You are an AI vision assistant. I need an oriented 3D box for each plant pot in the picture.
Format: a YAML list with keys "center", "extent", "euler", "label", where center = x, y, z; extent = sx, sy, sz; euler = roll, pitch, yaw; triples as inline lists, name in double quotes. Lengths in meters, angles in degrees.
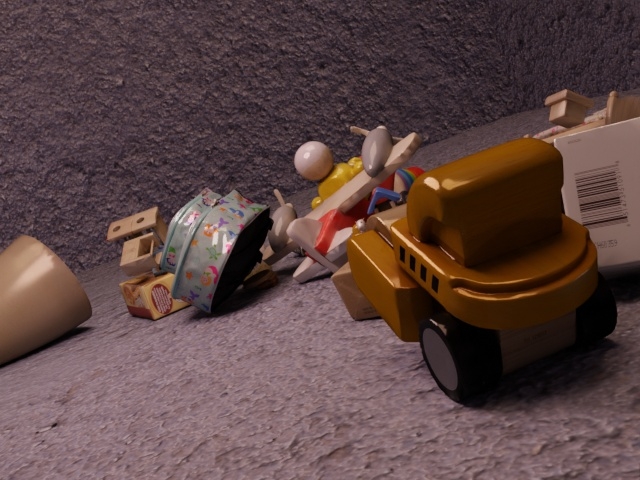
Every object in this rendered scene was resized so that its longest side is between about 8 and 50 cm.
- center: [-0.719, 0.168, 1.807]
  extent: [0.257, 0.256, 0.274]
  euler: [-7, 30, 50]
  label: "plant pot"

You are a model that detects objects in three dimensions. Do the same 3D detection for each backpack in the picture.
- center: [-0.225, 0.021, 1.644]
  extent: [0.191, 0.225, 0.253]
  euler: [22, 30, 0]
  label: "backpack"

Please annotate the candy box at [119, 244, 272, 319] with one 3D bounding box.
- center: [-0.297, 0.086, 1.873]
  extent: [0.317, 0.087, 0.183]
  euler: [-22, 10, -29]
  label: "candy box"

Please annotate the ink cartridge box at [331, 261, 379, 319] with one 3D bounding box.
- center: [0.164, 0.027, 1.216]
  extent: [0.235, 0.088, 0.193]
  euler: [-17, 15, 46]
  label: "ink cartridge box"

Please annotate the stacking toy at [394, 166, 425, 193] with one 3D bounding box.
- center: [0.223, -0.155, 2.224]
  extent: [0.141, 0.141, 0.330]
  euler: [-13, 6, 27]
  label: "stacking toy"

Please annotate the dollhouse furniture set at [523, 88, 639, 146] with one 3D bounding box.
- center: [0.431, -0.185, 1.224]
  extent: [0.356, 0.173, 0.303]
  euler: [16, -12, -21]
  label: "dollhouse furniture set"

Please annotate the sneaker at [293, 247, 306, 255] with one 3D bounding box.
- center: [0.009, -0.014, 1.975]
  extent: [0.192, 0.064, 0.086]
  euler: [-25, 32, -16]
  label: "sneaker"

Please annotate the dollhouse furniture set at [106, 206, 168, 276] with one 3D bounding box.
- center: [-0.414, 0.041, 1.822]
  extent: [0.129, 0.129, 0.183]
  euler: [-19, 38, 9]
  label: "dollhouse furniture set"

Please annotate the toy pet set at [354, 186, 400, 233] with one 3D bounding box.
- center: [0.115, -0.055, 1.308]
  extent: [0.122, 0.065, 0.114]
  euler: [-25, 10, 11]
  label: "toy pet set"

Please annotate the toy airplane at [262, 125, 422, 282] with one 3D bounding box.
- center: [0.026, -0.088, 1.703]
  extent: [0.386, 0.272, 0.384]
  euler: [-37, 1, -7]
  label: "toy airplane"

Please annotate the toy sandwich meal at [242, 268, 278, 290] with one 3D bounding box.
- center: [-0.131, 0.092, 1.723]
  extent: [0.086, 0.029, 0.085]
  euler: [-27, 13, 7]
  label: "toy sandwich meal"

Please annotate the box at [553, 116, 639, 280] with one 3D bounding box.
- center: [0.407, -0.053, 0.985]
  extent: [0.182, 0.180, 0.119]
  euler: [-12, -13, 29]
  label: "box"

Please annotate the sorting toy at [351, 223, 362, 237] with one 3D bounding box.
- center: [0.182, -0.014, 1.445]
  extent: [0.366, 0.126, 0.127]
  euler: [-24, 11, -30]
  label: "sorting toy"

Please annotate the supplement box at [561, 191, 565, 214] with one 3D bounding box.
- center: [0.400, -0.060, 1.466]
  extent: [0.130, 0.073, 0.239]
  euler: [-12, 12, 30]
  label: "supplement box"

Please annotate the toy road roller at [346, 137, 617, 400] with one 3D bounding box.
- center: [0.167, -0.008, 0.881]
  extent: [0.203, 0.240, 0.329]
  euler: [-20, 31, -14]
  label: "toy road roller"
